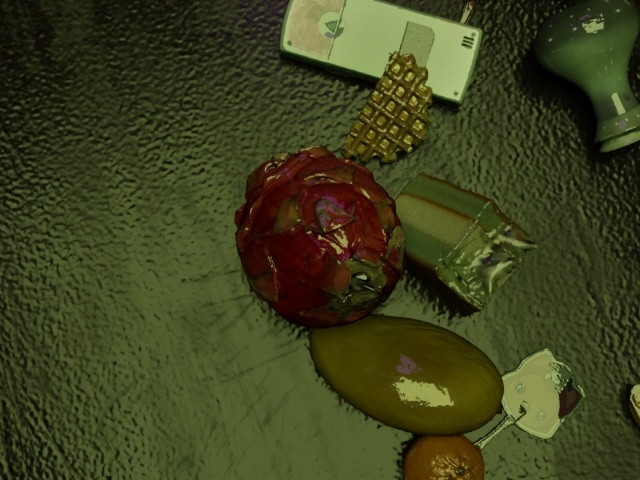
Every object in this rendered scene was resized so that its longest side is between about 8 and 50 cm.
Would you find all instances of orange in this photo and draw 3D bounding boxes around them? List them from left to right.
[{"bbox_3d":[0.201,0.374,1.649,0.135,0.117,0.136,0,76,2],"label":"orange"}]

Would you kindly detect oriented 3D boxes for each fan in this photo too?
[{"bbox_3d":[0.342,0.285,1.717,0.220,0.009,0.132,-39,82,-7],"label":"fan"}]

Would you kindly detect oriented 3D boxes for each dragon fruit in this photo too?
[{"bbox_3d":[0.000,0.000,1.607,0.277,0.277,0.343,-24,50,-4],"label":"dragon fruit"}]

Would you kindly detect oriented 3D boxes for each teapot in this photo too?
[{"bbox_3d":[0.479,-0.283,1.728,0.183,0.183,0.251,-24,95,-4],"label":"teapot"}]

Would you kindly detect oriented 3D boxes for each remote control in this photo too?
[{"bbox_3d":[0.103,-0.347,1.775,0.344,0.050,0.145,17,89,2],"label":"remote control"}]

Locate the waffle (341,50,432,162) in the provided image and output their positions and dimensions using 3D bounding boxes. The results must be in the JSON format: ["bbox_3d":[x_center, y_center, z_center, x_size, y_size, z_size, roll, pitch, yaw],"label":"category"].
[{"bbox_3d":[0.113,-0.227,1.740,0.160,0.046,0.192,-2,103,6],"label":"waffle"}]

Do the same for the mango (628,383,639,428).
[{"bbox_3d":[0.592,0.308,1.692,0.187,0.066,0.101,34,91,9],"label":"mango"}]

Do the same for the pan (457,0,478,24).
[{"bbox_3d":[0.280,-0.450,1.804,0.114,0.040,0.212,26,82,8],"label":"pan"}]

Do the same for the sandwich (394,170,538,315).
[{"bbox_3d":[0.213,-0.006,1.660,0.227,0.198,0.155,40,84,4],"label":"sandwich"}]

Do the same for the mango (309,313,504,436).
[{"bbox_3d":[0.135,0.217,1.643,0.331,0.142,0.195,12,41,6],"label":"mango"}]
